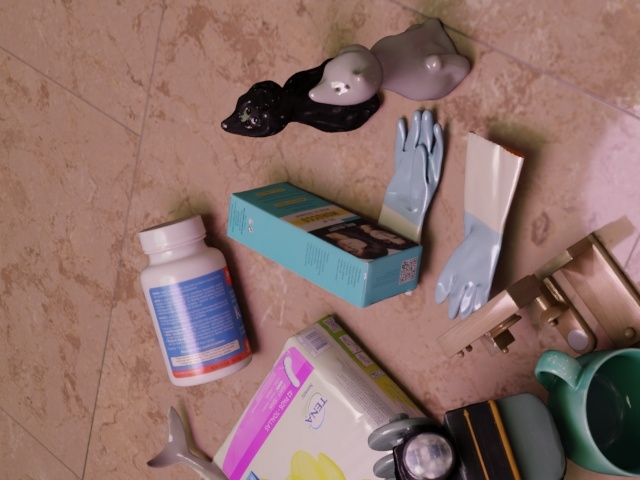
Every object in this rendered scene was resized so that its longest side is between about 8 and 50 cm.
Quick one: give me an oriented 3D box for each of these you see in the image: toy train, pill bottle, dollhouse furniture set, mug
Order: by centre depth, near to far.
[{"bbox_3d":[0.298,0.167,1.091,0.158,0.129,0.097,65,159,0],"label":"mug"},{"bbox_3d":[0.241,0.099,1.103,0.123,0.151,0.144,55,132,10],"label":"dollhouse furniture set"},{"bbox_3d":[0.160,0.274,1.140,0.334,0.190,0.142,78,178,-60],"label":"toy train"},{"bbox_3d":[-0.181,0.082,1.461,0.124,0.124,0.222,-9,100,41],"label":"pill bottle"}]

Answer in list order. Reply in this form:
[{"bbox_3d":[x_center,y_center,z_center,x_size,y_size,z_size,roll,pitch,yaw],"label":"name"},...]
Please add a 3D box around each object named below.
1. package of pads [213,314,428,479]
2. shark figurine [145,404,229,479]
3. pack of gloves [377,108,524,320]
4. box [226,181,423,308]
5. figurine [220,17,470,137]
[{"bbox_3d":[0.003,0.282,1.395,0.229,0.101,0.296,45,129,19],"label":"package of pads"},{"bbox_3d":[-0.127,0.362,1.555,0.278,0.166,0.116,41,103,43],"label":"shark figurine"},{"bbox_3d":[0.151,-0.030,1.216,0.195,0.046,0.232,36,126,42],"label":"pack of gloves"},{"bbox_3d":[0.000,0.000,1.279,0.244,0.100,0.060,26,119,39],"label":"box"},{"bbox_3d":[0.025,-0.169,1.147,0.215,0.209,0.092,-15,96,41],"label":"figurine"}]
